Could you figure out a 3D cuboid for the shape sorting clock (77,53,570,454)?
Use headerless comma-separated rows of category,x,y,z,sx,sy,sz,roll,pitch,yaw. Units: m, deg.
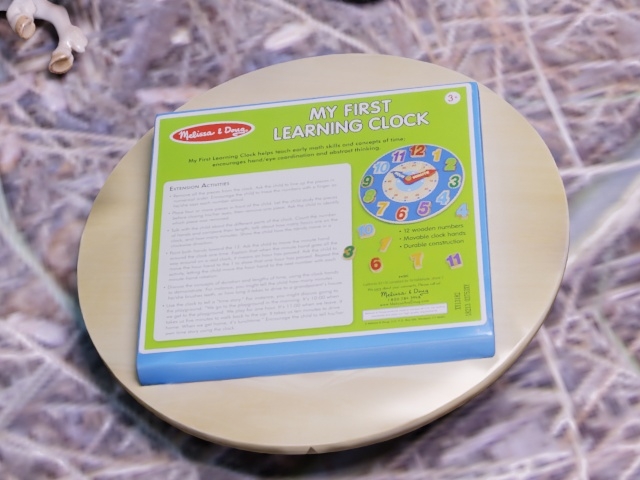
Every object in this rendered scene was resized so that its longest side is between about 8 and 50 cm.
shape sorting clock,0.000,0.000,0.694,0.206,0.040,0.206,-6,55,8

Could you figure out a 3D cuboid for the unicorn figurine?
unicorn figurine,-0.185,-0.111,0.790,0.162,0.060,0.111,-15,54,-22
